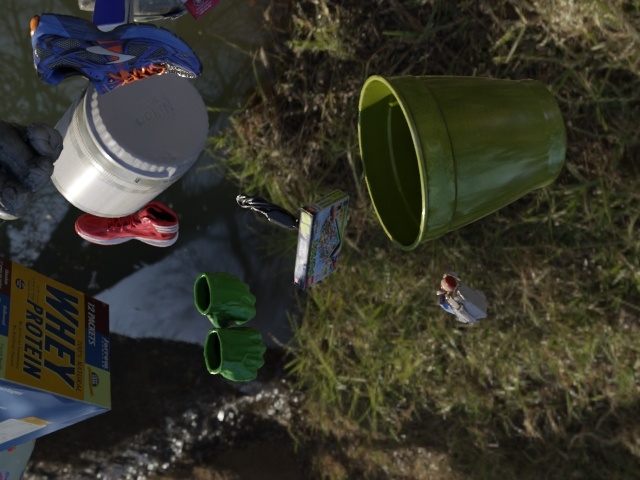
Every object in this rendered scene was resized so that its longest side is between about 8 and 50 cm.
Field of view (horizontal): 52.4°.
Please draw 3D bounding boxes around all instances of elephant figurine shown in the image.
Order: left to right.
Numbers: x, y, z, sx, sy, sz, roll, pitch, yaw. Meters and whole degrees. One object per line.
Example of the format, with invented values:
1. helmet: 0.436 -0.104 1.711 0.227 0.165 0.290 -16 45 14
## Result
1. elephant figurine: -0.448 -0.136 0.776 0.186 0.169 0.239 -22 133 36

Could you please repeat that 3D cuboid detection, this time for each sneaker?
1. sneaker: -0.261 -0.228 0.840 0.221 0.087 0.083 5 174 -1
2. sneaker: -0.416 -0.051 1.414 0.221 0.087 0.128 1 152 -18

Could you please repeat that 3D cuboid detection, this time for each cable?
1. cable: -0.121 -0.077 1.633 0.184 0.047 0.150 23 -174 -1

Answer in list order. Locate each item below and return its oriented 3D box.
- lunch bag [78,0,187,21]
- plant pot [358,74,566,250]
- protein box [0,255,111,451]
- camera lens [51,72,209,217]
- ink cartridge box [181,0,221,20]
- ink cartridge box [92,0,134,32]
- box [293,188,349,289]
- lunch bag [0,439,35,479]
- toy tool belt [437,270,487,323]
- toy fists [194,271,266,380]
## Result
1. lunch bag: -0.450 -0.663 1.568 0.256 0.305 0.213 1 128 -26
2. plant pot: 0.306 -0.198 1.383 0.352 0.367 0.366 -14 144 -11
3. protein box: -0.374 0.133 0.713 0.201 0.136 0.200 -23 147 17
4. camera lens: -0.352 -0.177 1.171 0.219 0.219 0.274 31 147 -26
5. ink cartridge box: -0.244 -0.537 1.242 0.128 0.127 0.176 -36 113 9
6. ink cartridge box: -0.381 -0.389 1.207 0.069 0.176 0.371 7 155 -17
7. box: 0.000 0.000 1.402 0.036 0.114 0.207 35 136 30
8. lunch bag: -0.600 0.348 1.087 0.107 0.279 0.224 -16 122 8
9. toy tool belt: 0.188 0.085 0.905 0.083 0.052 0.051 35 135 -17
10. toy fists: -0.214 0.203 1.550 0.142 0.279 0.096 13 139 -41
